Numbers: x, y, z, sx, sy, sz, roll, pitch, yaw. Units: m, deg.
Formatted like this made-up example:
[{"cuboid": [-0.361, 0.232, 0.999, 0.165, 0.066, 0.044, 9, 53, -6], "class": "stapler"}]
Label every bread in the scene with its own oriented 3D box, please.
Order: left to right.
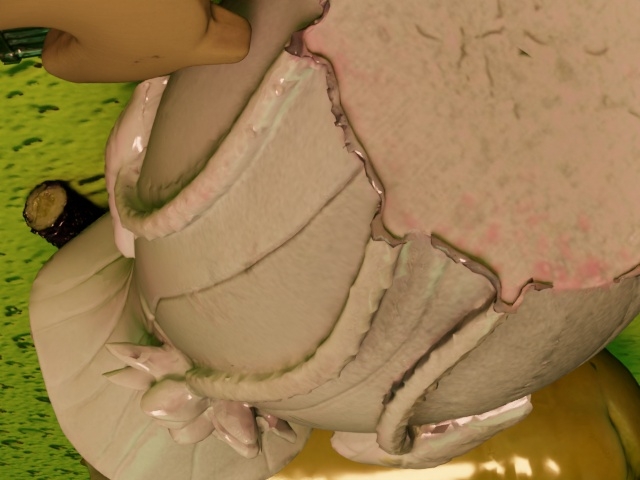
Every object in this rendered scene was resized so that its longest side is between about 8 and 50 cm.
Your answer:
[{"cuboid": [0.040, 0.158, 1.355, 0.377, 0.208, 0.251, -4, 149, 3], "class": "bread"}]

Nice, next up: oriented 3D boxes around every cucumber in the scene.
[{"cuboid": [-0.126, 0.007, 1.219, 0.039, 0.043, 0.163, -51, 148, 2], "class": "cucumber"}]

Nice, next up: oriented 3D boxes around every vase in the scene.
[{"cuboid": [0.000, 0.000, 0.981, 0.250, 0.249, 0.445, 8, 159, -22], "class": "vase"}]

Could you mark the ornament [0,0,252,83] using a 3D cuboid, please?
[{"cuboid": [-0.145, -0.114, 0.701, 0.245, 0.061, 0.230, 5, 160, -1], "class": "ornament"}]

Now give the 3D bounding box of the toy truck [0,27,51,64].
[{"cuboid": [-0.105, -0.167, 0.769, 0.121, 0.088, 0.259, -5, 157, 8], "class": "toy truck"}]
